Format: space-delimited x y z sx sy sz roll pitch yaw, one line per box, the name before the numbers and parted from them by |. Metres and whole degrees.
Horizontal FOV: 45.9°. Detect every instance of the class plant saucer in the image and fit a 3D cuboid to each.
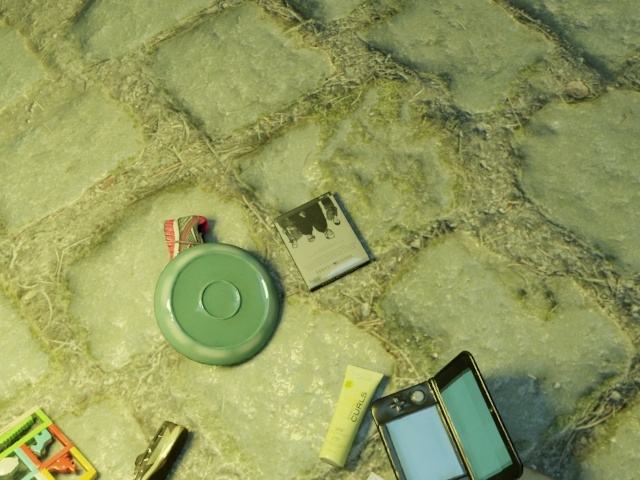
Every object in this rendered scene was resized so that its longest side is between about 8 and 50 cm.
plant saucer | -0.252 0.151 1.882 0.318 0.044 0.317 5 72 -16

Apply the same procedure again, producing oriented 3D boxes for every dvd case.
dvd case | 0.000 0.000 2.004 0.179 0.029 0.238 -26 63 -5

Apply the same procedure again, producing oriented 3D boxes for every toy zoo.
toy zoo | -0.670 0.548 1.792 0.293 0.030 0.192 37 54 23

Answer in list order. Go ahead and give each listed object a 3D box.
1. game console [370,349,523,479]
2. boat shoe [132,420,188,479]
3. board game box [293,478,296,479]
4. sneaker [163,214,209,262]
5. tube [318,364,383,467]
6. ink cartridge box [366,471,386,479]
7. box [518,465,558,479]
game console | 0.266 0.431 1.664 0.250 0.173 0.293 -20 62 -2
boat shoe | -0.398 0.527 1.774 0.073 0.080 0.223 21 63 24
board game box | -0.136 0.653 1.629 0.275 0.142 0.144 -27 63 -5
sneaker | -0.335 0.058 1.976 0.112 0.121 0.299 -14 62 -1
tube | 0.065 0.408 1.773 0.070 0.062 0.240 33 62 -15
ink cartridge box | 0.079 0.611 1.643 0.046 0.097 0.207 28 71 20
box | 0.441 0.598 1.637 0.165 0.021 0.201 20 68 18
